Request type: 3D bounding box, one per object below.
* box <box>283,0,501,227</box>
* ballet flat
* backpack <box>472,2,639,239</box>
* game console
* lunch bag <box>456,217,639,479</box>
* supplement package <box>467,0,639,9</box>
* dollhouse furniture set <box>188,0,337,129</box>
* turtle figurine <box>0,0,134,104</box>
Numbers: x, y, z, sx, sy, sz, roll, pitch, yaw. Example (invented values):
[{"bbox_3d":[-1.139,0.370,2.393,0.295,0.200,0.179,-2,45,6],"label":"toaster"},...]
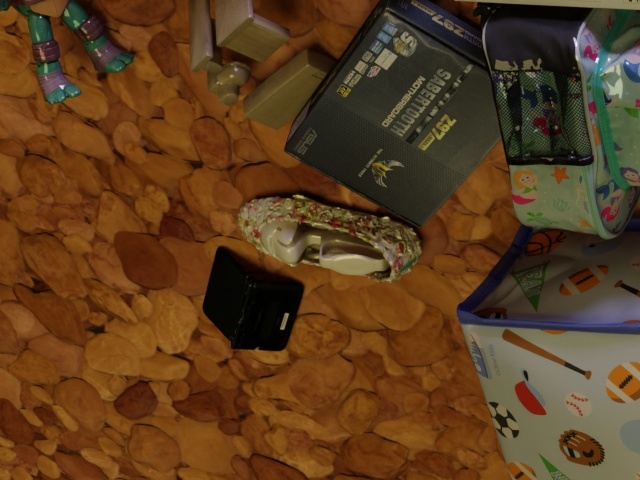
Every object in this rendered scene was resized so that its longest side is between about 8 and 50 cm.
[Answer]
[{"bbox_3d":[0.094,-0.138,1.457,0.183,0.059,0.233,29,133,-13],"label":"box"},{"bbox_3d":[0.000,0.000,1.613,0.240,0.077,0.091,7,127,22],"label":"ballet flat"},{"bbox_3d":[0.261,-0.132,1.293,0.191,0.225,0.254,11,132,25],"label":"backpack"},{"bbox_3d":[-0.088,0.076,1.756,0.107,0.071,0.122,4,133,-15],"label":"game console"},{"bbox_3d":[0.387,0.152,1.432,0.385,0.239,0.328,2,127,37],"label":"lunch bag"},{"bbox_3d":[0.234,-0.310,1.190,0.203,0.194,0.149,7,127,21],"label":"supplement package"},{"bbox_3d":[-0.066,-0.229,1.509,0.151,0.123,0.144,19,142,-36],"label":"dollhouse furniture set"},{"bbox_3d":[-0.306,-0.281,1.534,0.175,0.118,0.234,-25,119,-7],"label":"turtle figurine"}]
